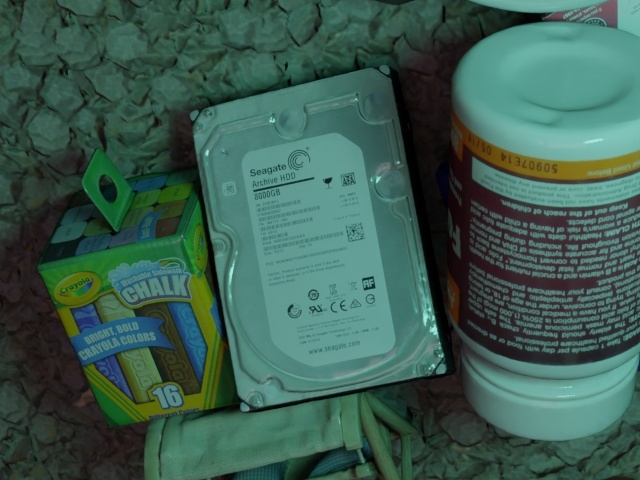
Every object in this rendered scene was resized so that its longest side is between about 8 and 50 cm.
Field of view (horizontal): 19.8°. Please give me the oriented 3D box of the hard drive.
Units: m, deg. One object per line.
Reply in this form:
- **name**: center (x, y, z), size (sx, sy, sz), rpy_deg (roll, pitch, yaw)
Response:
- **hard drive**: center (0.000, 0.000, 1.981), size (0.236, 0.064, 0.339), rpy_deg (-11, 82, 15)

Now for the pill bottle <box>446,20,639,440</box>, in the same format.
- **pill bottle**: center (0.239, -0.003, 1.861), size (0.224, 0.224, 0.392), rpy_deg (4, 127, 7)

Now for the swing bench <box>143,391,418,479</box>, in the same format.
- **swing bench**: center (-0.038, 0.247, 2.122), size (0.253, 0.165, 0.255), rpy_deg (-13, 141, 15)

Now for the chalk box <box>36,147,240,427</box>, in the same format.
- **chalk box**: center (-0.191, 0.034, 2.065), size (0.179, 0.180, 0.289), rpy_deg (-11, 118, 15)

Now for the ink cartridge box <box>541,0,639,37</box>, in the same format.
- **ink cartridge box**: center (0.364, -0.195, 1.893), size (0.172, 0.100, 0.237), rpy_deg (-29, 111, 24)

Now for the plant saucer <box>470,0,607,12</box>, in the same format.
- **plant saucer**: center (0.214, -0.425, 1.771), size (0.400, 0.100, 0.401), rpy_deg (3, 112, 7)

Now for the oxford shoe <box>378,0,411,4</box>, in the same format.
- **oxford shoe**: center (0.112, -0.298, 1.899), size (0.271, 0.097, 0.098), rpy_deg (0, 154, 1)

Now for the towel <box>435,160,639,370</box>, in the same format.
- **towel**: center (0.268, 0.022, 2.054), size (0.227, 0.076, 0.308), rpy_deg (-13, 116, 8)
